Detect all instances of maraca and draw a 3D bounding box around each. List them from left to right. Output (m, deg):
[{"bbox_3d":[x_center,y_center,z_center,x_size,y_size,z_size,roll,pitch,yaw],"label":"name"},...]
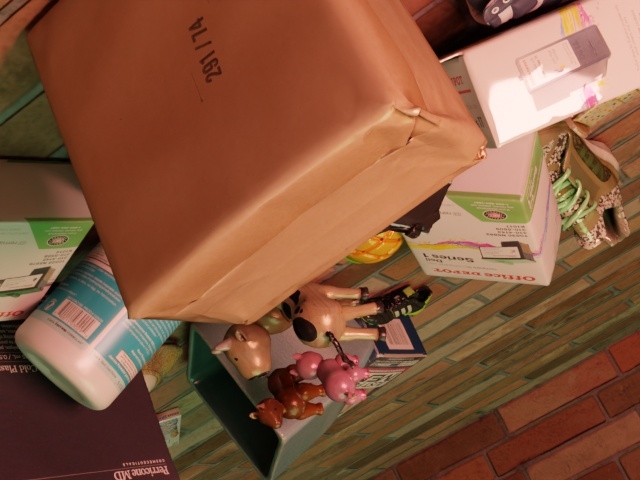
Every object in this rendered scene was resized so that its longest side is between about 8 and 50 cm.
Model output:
[{"bbox_3d":[0.070,-0.042,1.461,0.127,0.099,0.185,-20,129,-14],"label":"maraca"}]

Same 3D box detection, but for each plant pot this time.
[{"bbox_3d":[-0.055,0.216,1.702,0.252,0.247,0.248,-33,160,-25],"label":"plant pot"}]

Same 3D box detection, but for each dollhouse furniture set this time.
[{"bbox_3d":[0.377,-0.239,1.333,0.182,0.101,0.161,-40,151,30],"label":"dollhouse furniture set"}]

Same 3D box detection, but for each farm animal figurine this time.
[{"bbox_3d":[-0.060,0.097,1.355,0.172,0.327,0.330,-1,147,-20],"label":"farm animal figurine"}]

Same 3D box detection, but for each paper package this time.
[{"bbox_3d":[-0.070,-0.130,0.871,0.309,0.325,0.168,-37,153,23],"label":"paper package"}]

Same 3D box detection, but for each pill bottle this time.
[{"bbox_3d":[-0.243,0.072,1.250,0.264,0.146,0.146,-50,164,-22],"label":"pill bottle"}]

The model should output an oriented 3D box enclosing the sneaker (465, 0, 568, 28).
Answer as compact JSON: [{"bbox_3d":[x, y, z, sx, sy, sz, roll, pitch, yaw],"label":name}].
[{"bbox_3d":[0.223,-0.323,1.029,0.153,0.099,0.282,-22,158,-10],"label":"sneaker"}]

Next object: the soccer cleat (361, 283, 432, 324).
[{"bbox_3d":[0.143,0.118,1.896,0.179,0.060,0.072,-8,142,-45],"label":"soccer cleat"}]

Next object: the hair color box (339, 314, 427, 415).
[{"bbox_3d":[0.033,0.282,2.056,0.347,0.105,0.174,-39,151,31],"label":"hair color box"}]

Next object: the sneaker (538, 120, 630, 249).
[{"bbox_3d":[0.395,-0.079,1.575,0.158,0.182,0.410,-40,151,30],"label":"sneaker"}]

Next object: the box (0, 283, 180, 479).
[{"bbox_3d":[-0.405,0.230,1.298,0.179,0.312,0.343,-40,151,31],"label":"box"}]

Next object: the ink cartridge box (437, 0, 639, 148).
[{"bbox_3d":[0.253,-0.200,1.179,0.353,0.119,0.207,-23,-172,-4],"label":"ink cartridge box"}]

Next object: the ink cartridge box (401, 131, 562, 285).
[{"bbox_3d":[0.221,-0.046,1.415,0.201,0.117,0.278,5,156,23],"label":"ink cartridge box"}]

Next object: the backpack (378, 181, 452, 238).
[{"bbox_3d":[0.051,-0.098,1.226,0.166,0.188,0.144,3,108,-48],"label":"backpack"}]

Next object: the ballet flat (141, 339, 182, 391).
[{"bbox_3d":[-0.368,0.241,1.595,0.348,0.123,0.123,-4,148,-39],"label":"ballet flat"}]

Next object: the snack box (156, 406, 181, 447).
[{"bbox_3d":[-0.323,0.394,2.051,0.064,0.022,0.178,-15,154,-18],"label":"snack box"}]

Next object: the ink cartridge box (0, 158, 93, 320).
[{"bbox_3d":[-0.380,0.006,1.137,0.160,0.092,0.219,-2,147,-40],"label":"ink cartridge box"}]
